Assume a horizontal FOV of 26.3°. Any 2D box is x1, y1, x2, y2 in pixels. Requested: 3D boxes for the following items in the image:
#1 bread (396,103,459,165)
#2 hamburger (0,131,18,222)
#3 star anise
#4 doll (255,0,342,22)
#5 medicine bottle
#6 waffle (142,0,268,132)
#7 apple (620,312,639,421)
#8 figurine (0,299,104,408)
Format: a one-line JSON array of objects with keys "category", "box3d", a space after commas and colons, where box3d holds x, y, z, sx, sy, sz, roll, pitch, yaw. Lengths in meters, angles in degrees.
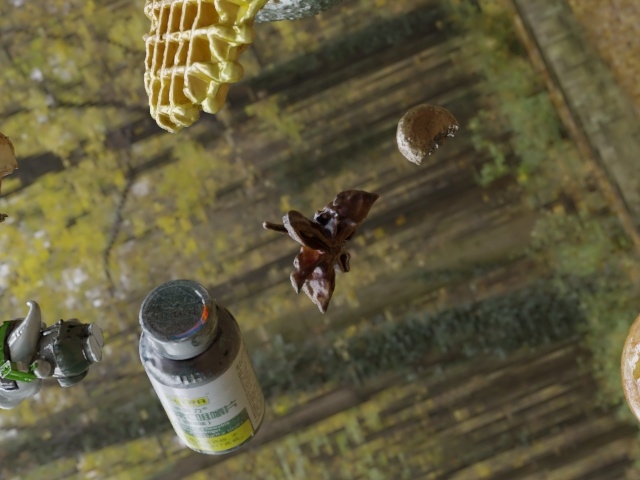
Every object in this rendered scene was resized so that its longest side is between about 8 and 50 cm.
[{"category": "bread", "box3d": [0.168, -0.178, 2.258, 0.082, 0.113, 0.060, 46, 154, 14]}, {"category": "hamburger", "box3d": [-0.665, -0.093, 2.223, 0.330, 0.330, 0.250, 29, -106, -79]}, {"category": "star anise", "box3d": [0.006, -0.002, 2.130, 0.111, 0.196, 0.212, 34, 154, 41]}, {"category": "doll", "box3d": [-0.083, -0.461, 2.186, 0.247, 0.349, 0.247, 18, -115, -46]}, {"category": "medicine bottle", "box3d": [-0.168, 0.173, 1.904, 0.293, 0.141, 0.141, 77, 176, -53]}, {"category": "waffle", "box3d": [-0.137, -0.261, 1.544, 0.065, 0.309, 0.283, 13, -135, -26]}, {"category": "apple", "box3d": [0.463, 0.152, 1.615, 0.188, 0.211, 0.211, 24, 145, 58]}, {"category": "figurine", "box3d": [-0.398, 0.155, 1.896, 0.126, 0.192, 0.147, 64, -161, -47]}]
